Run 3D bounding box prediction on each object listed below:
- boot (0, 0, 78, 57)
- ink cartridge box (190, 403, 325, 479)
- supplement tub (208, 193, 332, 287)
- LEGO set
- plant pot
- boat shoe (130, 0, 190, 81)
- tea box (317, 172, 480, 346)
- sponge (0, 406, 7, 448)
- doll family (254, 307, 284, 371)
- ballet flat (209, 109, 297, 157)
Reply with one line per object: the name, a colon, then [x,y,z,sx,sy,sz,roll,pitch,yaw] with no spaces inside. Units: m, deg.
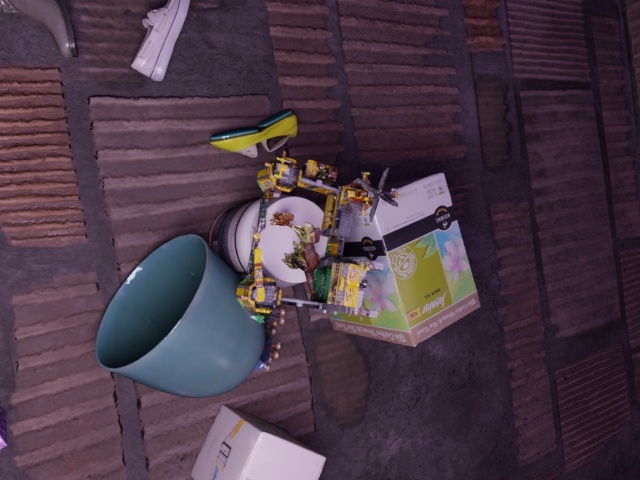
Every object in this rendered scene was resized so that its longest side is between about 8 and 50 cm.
boot: [-0.579,-0.446,1.003,0.161,0.083,0.247,-26,95,-21]
ink cartridge box: [-0.137,0.479,1.117,0.171,0.232,0.168,32,73,-25]
supplement tub: [-0.112,0.003,1.127,0.191,0.272,0.191,1,88,-30]
LEGO set: [0.000,0.000,0.922,0.254,0.192,0.332,22,77,-27]
plant pot: [-0.251,0.175,1.046,0.235,0.292,0.293,46,67,-35]
boat shoe: [-0.340,-0.458,1.124,0.075,0.083,0.227,19,80,-29]
tea box: [0.149,0.043,1.242,0.219,0.329,0.324,-24,99,-29]
sponge: [-0.577,0.282,0.889,0.031,0.210,0.117,-36,106,-28]
doll family: [-0.156,0.229,1.209,0.111,0.076,0.193,8,87,-34]
ballet flat: [-0.146,-0.239,1.237,0.230,0.077,0.077,-27,118,-29]
